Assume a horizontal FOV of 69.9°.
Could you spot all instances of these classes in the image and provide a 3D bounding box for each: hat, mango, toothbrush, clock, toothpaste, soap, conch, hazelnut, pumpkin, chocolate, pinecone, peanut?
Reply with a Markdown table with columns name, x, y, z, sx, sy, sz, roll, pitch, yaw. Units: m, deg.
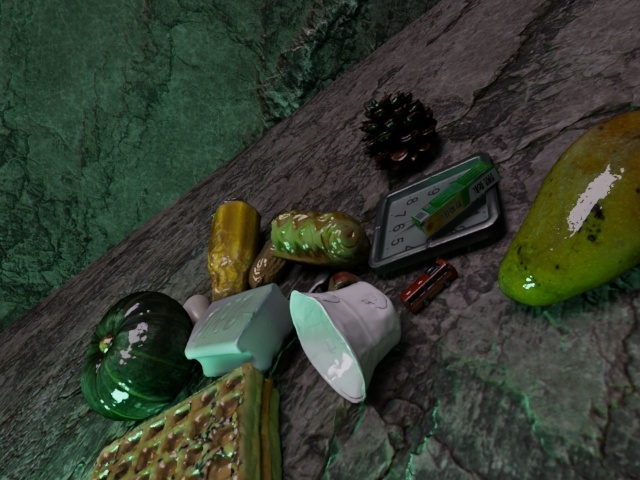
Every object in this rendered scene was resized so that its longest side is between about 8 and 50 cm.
| name | x | y | z | sx | sy | sz | roll | pitch | yaw |
| --- | --- | --- | --- | --- | --- | --- | --- | --- | --- |
| hat | 0.052 | 0.147 | 0.753 | 0.126 | 0.203 | 0.203 | -25 | 19 | -26 |
| mango | 0.382 | -0.045 | 0.631 | 0.329 | 0.175 | 0.176 | -42 | -19 | -7 |
| toothbrush | -0.069 | 0.180 | 0.988 | 0.297 | 0.031 | 0.030 | -49 | 35 | -19 |
| clock | 0.235 | -0.055 | 0.957 | 0.278 | 0.049 | 0.273 | -22 | 31 | 29 |
| toothpaste | 0.257 | -0.080 | 0.872 | 0.178 | 0.037 | 0.043 | -39 | 23 | 0 |
| soap | -0.180 | 0.195 | 0.980 | 0.289 | 0.095 | 0.173 | -21 | 28 | 48 |
| conch | -0.292 | 0.198 | 1.174 | 0.176 | 0.104 | 0.094 | 16 | 84 | 55 |
| hazelnut | 0.054 | 0.100 | 0.914 | 0.086 | 0.086 | 0.086 | -30 | 27 | 17 |
| pumpkin | -0.417 | 0.267 | 1.075 | 0.300 | 0.207 | 0.300 | -29 | 47 | 37 |
| chocolate | -0.257 | 0.035 | 1.313 | 0.162 | 0.162 | 0.445 | -32 | 28 | 12 |
| pinecone | 0.199 | -0.298 | 1.228 | 0.221 | 0.221 | 0.221 | -30 | 27 | 17 |
| peanut | -0.127 | 0.056 | 1.201 | 0.093 | 0.083 | 0.194 | -7 | 40 | 47 |

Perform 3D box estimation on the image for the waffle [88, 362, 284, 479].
| name | x | y | z | sx | sy | sz | roll | pitch | yaw |
| --- | --- | --- | --- | --- | --- | --- | --- | --- | --- |
| waffle | -0.237 | 0.393 | 0.766 | 0.376 | 0.114 | 0.261 | -33 | 24 | 10 |

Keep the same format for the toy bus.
| name | x | y | z | sx | sy | sz | roll | pitch | yaw |
| --- | --- | --- | --- | --- | --- | --- | --- | --- | --- |
| toy bus | 0.189 | 0.078 | 0.804 | 0.110 | 0.043 | 0.031 | -41 | 26 | -7 |

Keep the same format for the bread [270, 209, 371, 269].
| name | x | y | z | sx | sy | sz | roll | pitch | yaw |
| --- | --- | --- | --- | --- | --- | --- | --- | --- | --- |
| bread | 0.000 | 0.000 | 1.051 | 0.267 | 0.152 | 0.130 | 6 | 70 | 52 |
